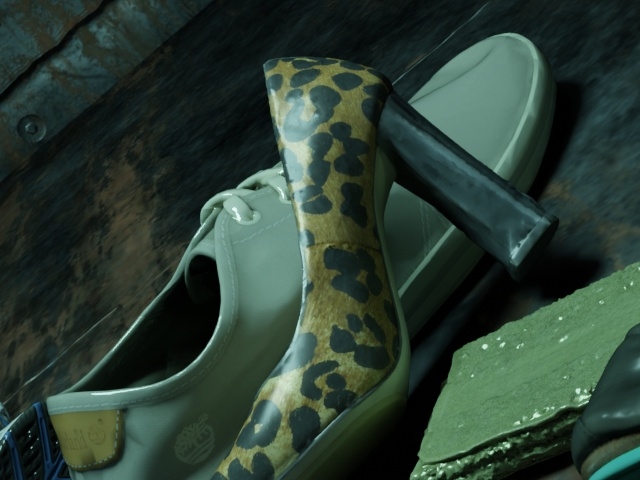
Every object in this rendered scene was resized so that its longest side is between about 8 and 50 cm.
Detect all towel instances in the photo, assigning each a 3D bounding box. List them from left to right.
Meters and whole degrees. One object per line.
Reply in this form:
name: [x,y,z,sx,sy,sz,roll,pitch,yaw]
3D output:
towel: [0.107,0.065,0.680,0.148,0.027,0.110,-31,19,30]

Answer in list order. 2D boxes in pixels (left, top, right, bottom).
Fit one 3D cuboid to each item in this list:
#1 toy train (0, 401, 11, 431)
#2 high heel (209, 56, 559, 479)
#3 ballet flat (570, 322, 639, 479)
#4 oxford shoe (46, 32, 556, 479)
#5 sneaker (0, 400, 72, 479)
toy train: [-0.328,0.190,1.203,0.184,0.080,0.105,-38,12,10]
high heel: [-0.025,0.025,0.770,0.261,0.186,0.093,-46,-19,-17]
ballet flat: [0.193,0.026,0.463,0.280,0.095,0.096,-22,37,46]
oxford shoe: [0.000,0.000,0.898,0.449,0.130,0.169,-49,17,-28]
sneaker: [-0.245,0.201,1.021,0.081,0.080,0.211,-32,9,46]
